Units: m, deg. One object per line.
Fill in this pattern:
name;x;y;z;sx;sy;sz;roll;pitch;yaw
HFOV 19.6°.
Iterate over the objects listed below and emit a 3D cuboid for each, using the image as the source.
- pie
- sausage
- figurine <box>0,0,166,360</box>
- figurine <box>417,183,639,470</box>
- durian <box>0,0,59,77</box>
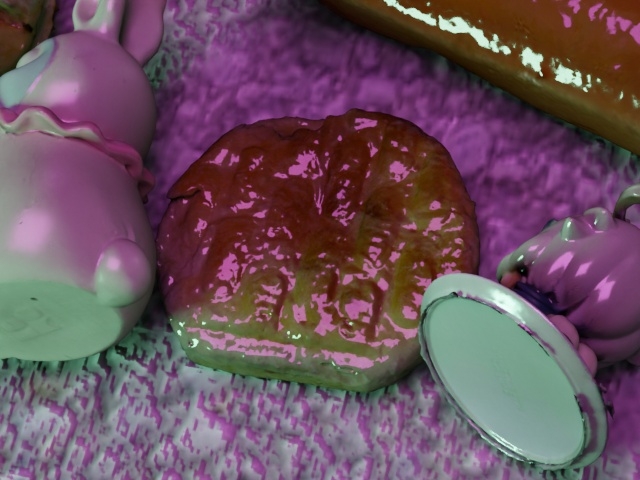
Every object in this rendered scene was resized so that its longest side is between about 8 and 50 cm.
pie;0.000;0.000;1.086;0.195;0.046;0.195;-4;63;7
sausage;0.131;-0.133;1.108;0.348;0.094;0.097;29;74;22
figurine;-0.161;-0.052;1.097;0.155;0.127;0.236;-26;49;36
figurine;0.148;0.034;1.015;0.132;0.132;0.153;37;59;24
durian;-0.249;-0.133;1.151;0.102;0.146;0.208;-1;43;47
